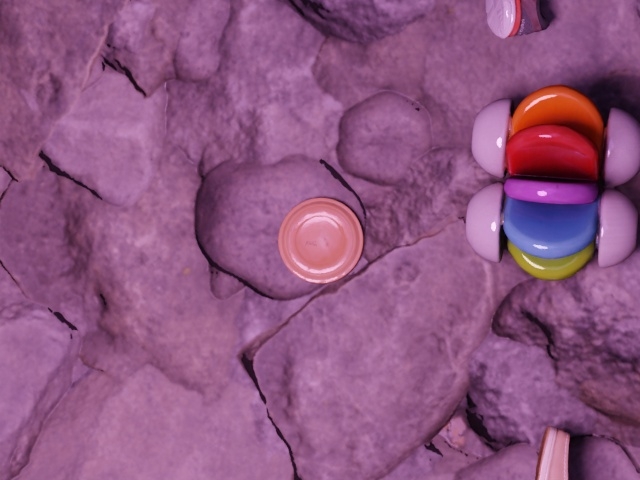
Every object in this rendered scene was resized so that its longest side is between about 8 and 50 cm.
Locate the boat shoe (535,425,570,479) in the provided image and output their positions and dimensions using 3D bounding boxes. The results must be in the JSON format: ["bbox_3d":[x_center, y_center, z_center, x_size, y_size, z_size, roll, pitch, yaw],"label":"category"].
[{"bbox_3d":[0.227,0.257,1.816,0.059,0.063,0.170,3,95,6],"label":"boat shoe"}]

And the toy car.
[{"bbox_3d":[0.215,-0.055,1.800,0.159,0.136,0.182,4,86,8],"label":"toy car"}]

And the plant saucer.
[{"bbox_3d":[0.000,0.000,1.890,0.083,0.013,0.083,-1,85,9],"label":"plant saucer"}]

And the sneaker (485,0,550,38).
[{"bbox_3d":[0.190,-0.269,1.871,0.065,0.061,0.158,-1,86,-19],"label":"sneaker"}]
